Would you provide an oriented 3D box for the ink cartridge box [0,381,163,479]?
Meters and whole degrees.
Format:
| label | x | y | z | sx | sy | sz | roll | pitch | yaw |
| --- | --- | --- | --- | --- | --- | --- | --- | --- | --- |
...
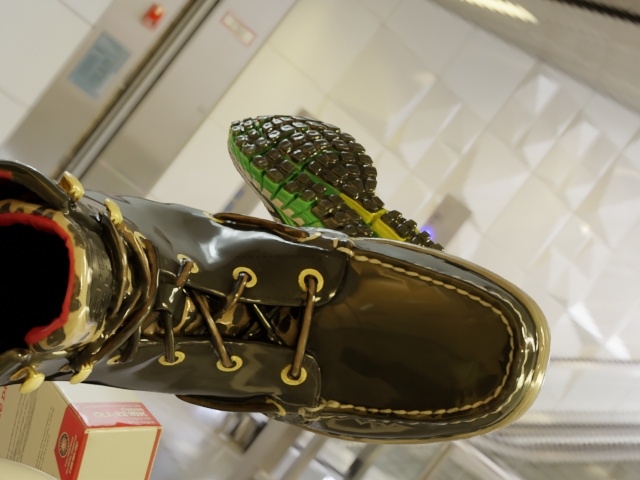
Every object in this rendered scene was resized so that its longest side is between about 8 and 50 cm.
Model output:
| label | x | y | z | sx | sy | sz | roll | pitch | yaw |
| --- | --- | --- | --- | --- | --- | --- | --- | --- | --- |
| ink cartridge box | -0.337 | 0.265 | 1.539 | 0.114 | 0.197 | 0.273 | 4 | 21 | -38 |

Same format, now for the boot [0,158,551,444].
| label | x | y | z | sx | sy | sz | roll | pitch | yaw |
| --- | --- | --- | --- | --- | --- | --- | --- | --- | --- |
| boot | -0.077 | 0.038 | 0.670 | 0.377 | 0.138 | 0.284 | 14 | 0 | 23 |

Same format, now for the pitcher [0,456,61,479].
| label | x | y | z | sx | sy | sz | roll | pitch | yaw |
| --- | --- | --- | --- | --- | --- | --- | --- | --- | --- |
| pitcher | -0.150 | 0.162 | 0.524 | 0.207 | 0.125 | 0.178 | 17 | -18 | -41 |

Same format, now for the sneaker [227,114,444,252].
| label | x | y | z | sx | sy | sz | roll | pitch | yaw |
| --- | --- | --- | --- | --- | --- | --- | --- | --- | --- |
| sneaker | 0.000 | 0.000 | 1.177 | 0.134 | 0.146 | 0.343 | -12 | 53 | -35 |
